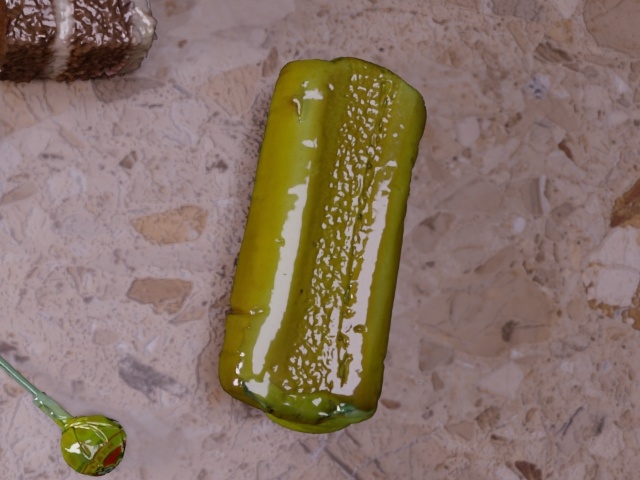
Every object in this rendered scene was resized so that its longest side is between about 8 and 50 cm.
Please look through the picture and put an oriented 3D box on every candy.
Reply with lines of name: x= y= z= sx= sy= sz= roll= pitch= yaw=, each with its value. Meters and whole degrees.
candy: x=-0.266 y=0.151 z=0.907 sx=0.194 sy=0.062 sz=0.058 roll=42 pitch=119 yaw=1

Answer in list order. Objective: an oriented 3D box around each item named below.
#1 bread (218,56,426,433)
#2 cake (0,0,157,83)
bread: x=0.000 y=0.000 z=0.963 sx=0.166 sy=0.112 sz=0.383 roll=13 pitch=79 yaw=-16
cake: x=-0.242 y=-0.230 z=0.917 sx=0.147 sy=0.134 sz=0.135 roll=-5 pitch=85 yaw=-26
